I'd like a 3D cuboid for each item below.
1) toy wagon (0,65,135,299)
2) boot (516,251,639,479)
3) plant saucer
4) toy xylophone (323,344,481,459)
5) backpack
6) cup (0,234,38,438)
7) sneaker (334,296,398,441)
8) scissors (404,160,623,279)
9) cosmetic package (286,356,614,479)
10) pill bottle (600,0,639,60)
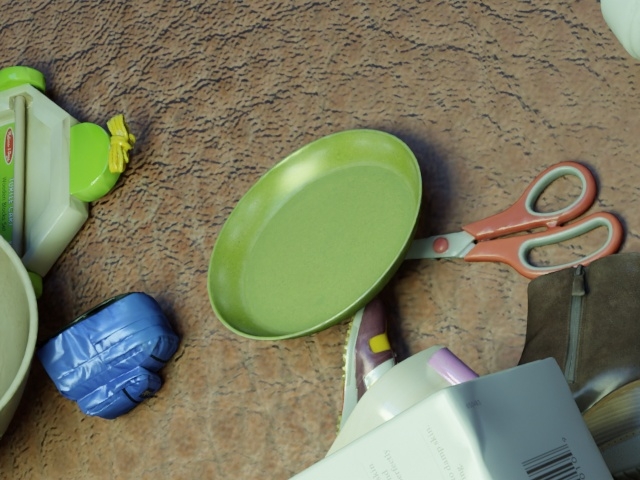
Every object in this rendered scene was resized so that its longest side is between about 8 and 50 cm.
[{"bbox_3d":[-0.343,-0.057,1.541,0.344,0.068,0.267,-13,66,21],"label":"toy wagon"},{"bbox_3d":[0.191,0.130,1.213,0.248,0.090,0.207,-19,50,24],"label":"boot"},{"bbox_3d":[0.000,0.000,1.330,0.241,0.037,0.241,-24,42,23],"label":"plant saucer"},{"bbox_3d":[0.064,0.259,1.143,0.236,0.081,0.322,49,120,23],"label":"toy xylophone"},{"bbox_3d":[-0.199,0.113,1.391,0.120,0.098,0.101,-36,80,1],"label":"backpack"},{"bbox_3d":[-0.443,0.148,1.384,0.331,0.237,0.331,5,51,-6],"label":"cup"},{"bbox_3d":[0.061,0.142,1.271,0.084,0.069,0.185,3,71,8],"label":"sneaker"},{"bbox_3d":[0.130,0.012,1.304,0.297,0.021,0.109,-19,66,18],"label":"scissors"},{"bbox_3d":[0.035,0.268,1.021,0.385,0.156,0.217,-34,74,34],"label":"cosmetic package"},{"bbox_3d":[0.388,-0.106,1.109,0.210,0.210,0.363,-35,60,11],"label":"pill bottle"}]
